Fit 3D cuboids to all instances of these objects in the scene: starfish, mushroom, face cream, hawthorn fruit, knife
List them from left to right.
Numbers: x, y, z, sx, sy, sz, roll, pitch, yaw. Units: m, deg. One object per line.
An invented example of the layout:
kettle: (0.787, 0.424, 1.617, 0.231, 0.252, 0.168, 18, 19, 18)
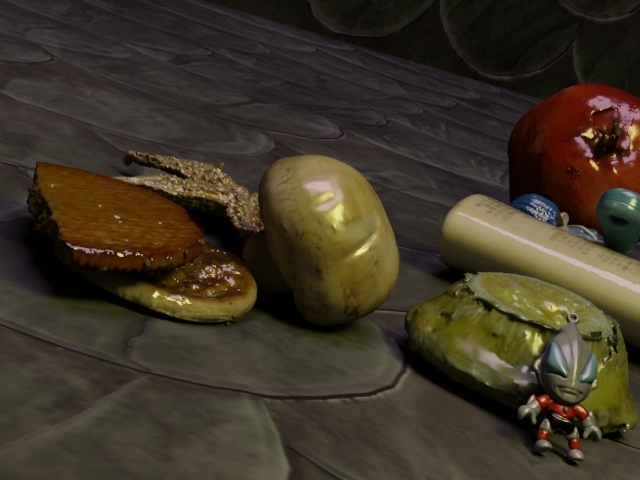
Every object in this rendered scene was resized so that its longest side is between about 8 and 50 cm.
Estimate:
starfish: (-0.085, -0.039, 1.342, 0.231, 0.048, 0.295, 21, 12, 7)
mushroom: (0.000, 0.000, 1.146, 0.148, 0.112, 0.148, 56, 16, -25)
hawthorn fruit: (0.329, -0.090, 1.747, 0.211, 0.211, 0.299, 20, -10, 2)
knife: (0.294, 0.010, 1.503, 0.058, 0.032, 0.244, 17, -21, 10)
face cream: (0.291, 0.055, 1.424, 0.349, 0.081, 0.173, 24, 4, 18)

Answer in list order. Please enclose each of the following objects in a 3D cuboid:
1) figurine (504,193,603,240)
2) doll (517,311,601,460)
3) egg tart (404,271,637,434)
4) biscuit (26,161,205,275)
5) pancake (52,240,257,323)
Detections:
figurine: (0.272, -0.002, 1.667, 0.149, 0.087, 0.086, 15, -24, -25)
doll: (0.172, 0.099, 1.043, 0.057, 0.114, 0.039, 4, -29, 14)
egg tart: (0.159, 0.080, 1.145, 0.197, 0.078, 0.197, 16, 14, -4)
biscuit: (-0.147, -0.012, 1.071, 0.126, 0.025, 0.206, 9, 16, -20)
pancake: (-0.119, 0.020, 1.085, 0.158, 0.028, 0.158, 16, 15, -5)
